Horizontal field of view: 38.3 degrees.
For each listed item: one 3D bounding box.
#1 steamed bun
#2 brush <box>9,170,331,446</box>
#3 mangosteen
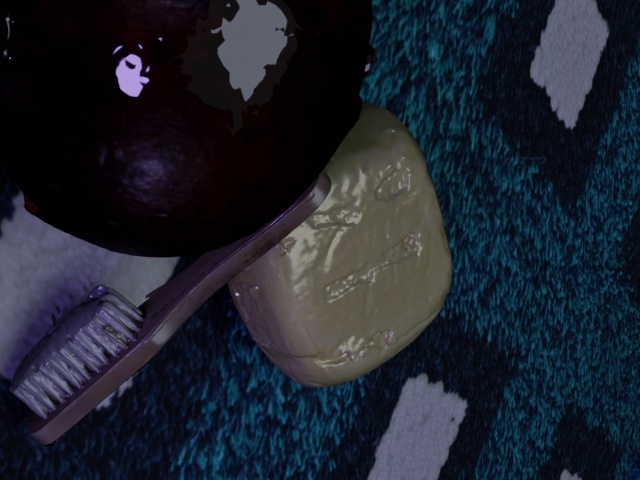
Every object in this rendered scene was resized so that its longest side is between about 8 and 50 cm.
[{"bbox_3d":[0.000,0.000,0.924,0.232,0.166,0.273,-34,122,-25],"label":"steamed bun"},{"bbox_3d":[-0.130,0.041,0.737,0.327,0.070,0.065,-39,116,10],"label":"brush"},{"bbox_3d":[-0.135,-0.144,0.623,0.347,0.307,0.306,7,97,-25],"label":"mangosteen"}]
